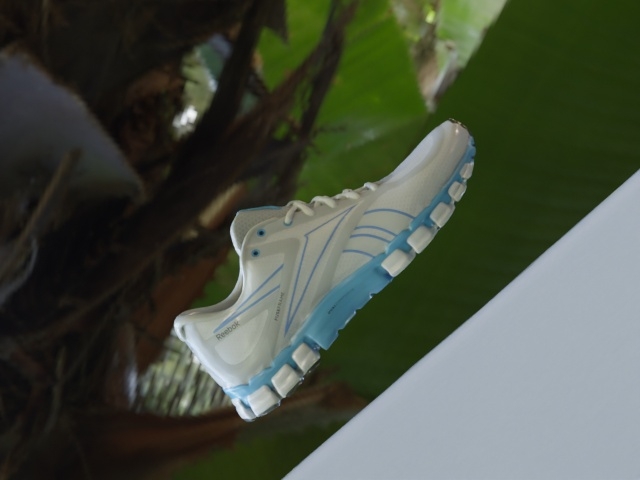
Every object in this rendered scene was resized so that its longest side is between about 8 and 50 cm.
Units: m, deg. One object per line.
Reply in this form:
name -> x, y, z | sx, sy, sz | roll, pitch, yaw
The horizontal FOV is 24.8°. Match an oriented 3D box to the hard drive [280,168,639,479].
hard drive -> 0.131, 0.021, 0.325 | 0.047, 0.353, 0.233 | 47, -177, -21

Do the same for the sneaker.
sneaker -> 0.000, 0.000, 0.752 | 0.083, 0.191, 0.071 | 43, 178, -4
